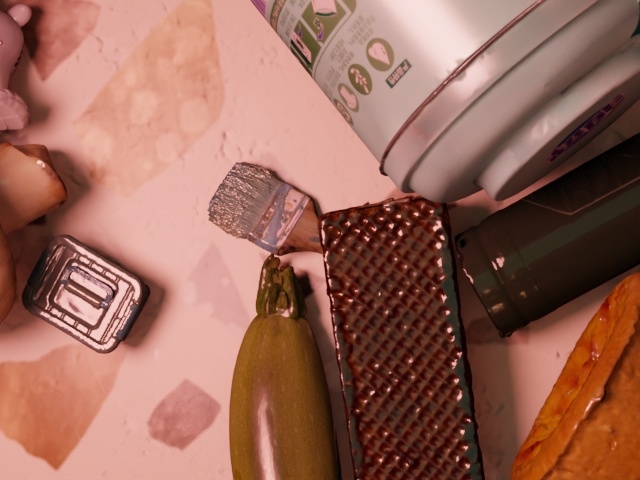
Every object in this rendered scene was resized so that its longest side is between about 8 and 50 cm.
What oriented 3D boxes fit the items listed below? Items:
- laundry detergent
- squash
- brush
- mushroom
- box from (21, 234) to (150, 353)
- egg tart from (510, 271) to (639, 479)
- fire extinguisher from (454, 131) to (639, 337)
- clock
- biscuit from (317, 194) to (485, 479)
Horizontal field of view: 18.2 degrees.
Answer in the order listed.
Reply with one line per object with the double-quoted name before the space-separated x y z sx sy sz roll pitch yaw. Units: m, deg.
"laundry detergent" 0.108 -0.202 1.538 0.287 0.287 0.305 -39 81 8
"squash" -0.030 0.178 1.653 0.094 0.094 0.341 -12 77 12
"brush" 0.000 0.000 1.685 0.196 0.021 0.070 29 63 5
"mushroom" -0.306 -0.021 1.682 0.204 0.204 0.204 0 88 12
"box" -0.196 0.045 1.714 0.099 0.054 0.074 30 97 11
"egg tart" 0.255 0.142 1.550 0.147 0.202 0.202 30 95 2
"fire extinguisher" 0.258 -0.036 1.592 0.311 0.114 0.095 -29 76 8
"clock" -0.335 -0.148 1.736 0.176 0.080 0.117 -7 63 15
"biscuit" 0.075 0.158 1.630 0.107 0.073 0.388 -8 89 1
